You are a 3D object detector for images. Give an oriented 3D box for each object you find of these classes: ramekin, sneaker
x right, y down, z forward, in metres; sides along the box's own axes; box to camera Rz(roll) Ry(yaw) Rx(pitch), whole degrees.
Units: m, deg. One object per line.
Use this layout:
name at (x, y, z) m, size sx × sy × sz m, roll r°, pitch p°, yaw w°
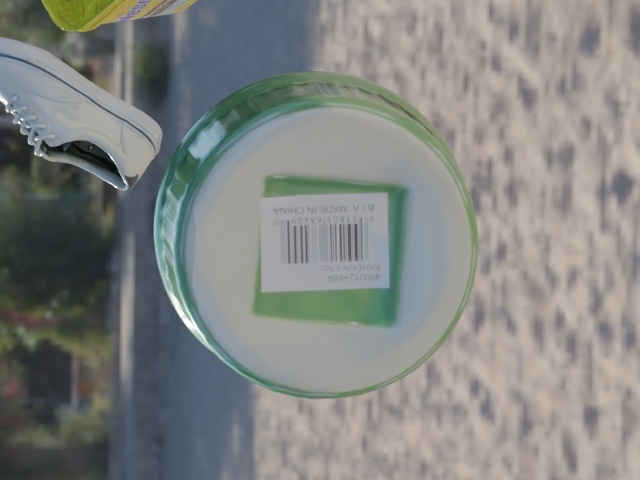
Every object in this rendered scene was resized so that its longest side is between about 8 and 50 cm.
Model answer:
ramekin at (0.000, 0.000, 1.582) m, size 0.148 × 0.303 × 0.303 m, roll -125°, pitch 37°, yaw -80°
sneaker at (-0.305, -0.144, 1.959) m, size 0.094 × 0.258 × 0.091 m, roll -53°, pitch 14°, yaw 56°

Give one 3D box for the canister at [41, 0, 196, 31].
canister at (-0.170, -0.261, 1.663) m, size 0.126 × 0.170 × 0.073 m, roll -35°, pitch 82°, yaw 32°
